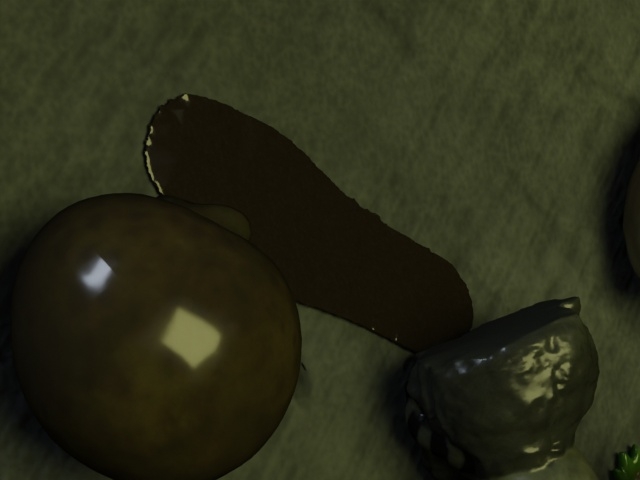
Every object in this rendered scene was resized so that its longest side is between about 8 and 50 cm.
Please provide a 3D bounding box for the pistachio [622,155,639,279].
[{"bbox_3d":[0.342,-0.047,1.375,0.238,0.137,0.153,-61,156,-28],"label":"pistachio"}]

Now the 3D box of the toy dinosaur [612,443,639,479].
[{"bbox_3d":[0.322,0.217,1.290,0.152,0.177,0.194,-42,113,-36],"label":"toy dinosaur"}]

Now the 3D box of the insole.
[{"bbox_3d":[0.000,0.000,1.151,0.328,0.007,0.111,31,66,-34],"label":"insole"}]

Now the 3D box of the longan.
[{"bbox_3d":[-0.095,0.049,0.962,0.185,0.159,0.204,44,44,-17],"label":"longan"}]

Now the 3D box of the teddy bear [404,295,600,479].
[{"bbox_3d":[0.131,0.174,1.166,0.171,0.144,0.251,-6,89,-18],"label":"teddy bear"}]
